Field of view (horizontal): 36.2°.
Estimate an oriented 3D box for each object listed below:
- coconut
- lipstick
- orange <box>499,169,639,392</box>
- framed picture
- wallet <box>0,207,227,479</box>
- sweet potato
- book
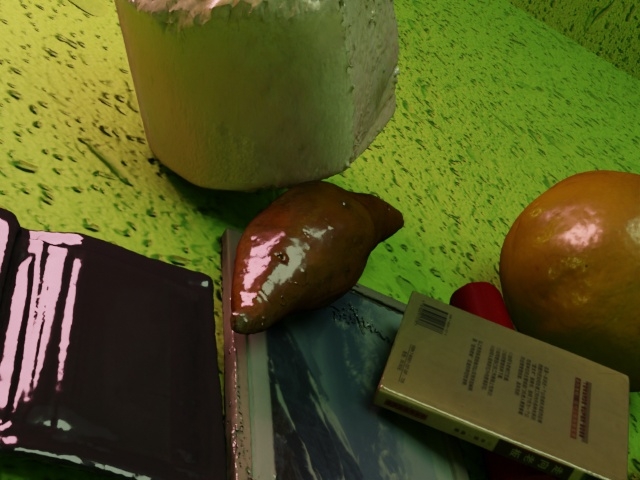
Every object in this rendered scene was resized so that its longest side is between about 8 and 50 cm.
[{"bbox_3d":[-0.058,-0.194,1.017,0.298,0.309,0.297,-5,46,5],"label":"coconut"},{"bbox_3d":[0.182,0.151,0.984,0.073,0.073,0.279,26,30,-20],"label":"lipstick"},{"bbox_3d":[0.354,0.044,1.172,0.279,0.235,0.279,22,38,-19],"label":"orange"},{"bbox_3d":[0.022,0.134,0.880,0.247,0.022,0.335,25,29,-21],"label":"framed picture"},{"bbox_3d":[-0.219,0.058,0.699,0.323,0.041,0.247,20,31,-23],"label":"wallet"},{"bbox_3d":[-0.003,0.001,0.924,0.112,0.112,0.359,39,30,4],"label":"sweet potato"},{"bbox_3d":[0.175,0.138,0.913,0.231,0.026,0.161,22,34,5],"label":"book"}]
